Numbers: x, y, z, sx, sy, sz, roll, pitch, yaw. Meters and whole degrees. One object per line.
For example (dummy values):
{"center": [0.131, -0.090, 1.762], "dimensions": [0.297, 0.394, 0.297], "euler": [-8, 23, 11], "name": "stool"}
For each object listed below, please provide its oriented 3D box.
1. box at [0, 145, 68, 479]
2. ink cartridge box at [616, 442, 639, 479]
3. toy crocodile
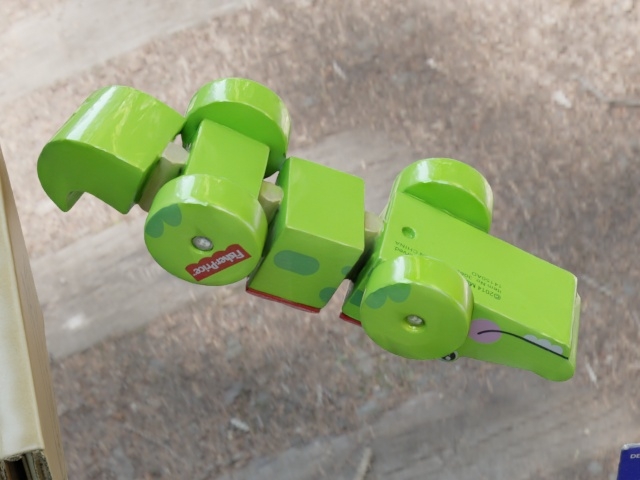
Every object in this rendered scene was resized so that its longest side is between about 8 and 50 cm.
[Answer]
{"center": [-0.134, 0.061, 0.575], "dimensions": [0.021, 0.164, 0.201], "euler": [-12, 49, -11], "name": "box"}
{"center": [0.304, 0.284, 0.995], "dimensions": [0.175, 0.371, 0.069], "euler": [-3, 42, 1], "name": "ink cartridge box"}
{"center": [0.000, 0.000, 0.759], "dimensions": [0.340, 0.105, 0.115], "euler": [21, 45, -10], "name": "toy crocodile"}
